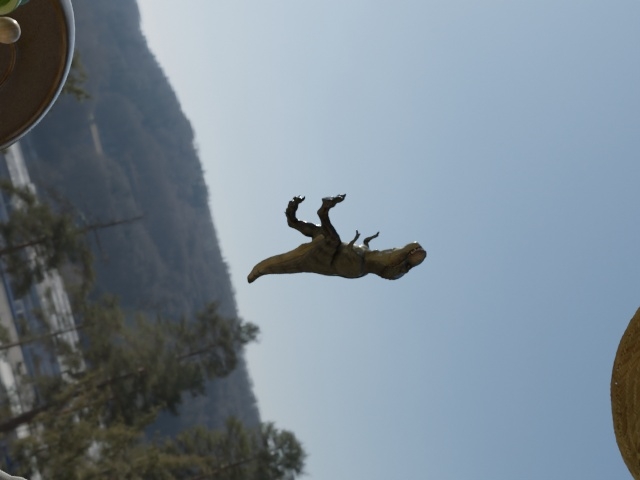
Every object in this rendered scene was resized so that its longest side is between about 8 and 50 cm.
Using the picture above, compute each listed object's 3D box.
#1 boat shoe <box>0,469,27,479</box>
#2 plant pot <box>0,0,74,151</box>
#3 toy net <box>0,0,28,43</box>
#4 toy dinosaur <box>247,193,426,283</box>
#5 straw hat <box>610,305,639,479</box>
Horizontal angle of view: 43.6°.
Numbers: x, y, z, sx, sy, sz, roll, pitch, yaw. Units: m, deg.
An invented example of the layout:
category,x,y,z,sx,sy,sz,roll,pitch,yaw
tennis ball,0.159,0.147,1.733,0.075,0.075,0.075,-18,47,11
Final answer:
category,x,y,z,sx,sy,sz,roll,pitch,yaw
boat shoe,-0.365,0.231,0.725,0.095,0.335,0.112,-56,164,-44
plant pot,-0.313,-0.166,0.717,0.032,0.236,0.236,32,-35,27
toy net,-0.246,-0.164,0.507,0.122,0.045,0.232,49,-39,-13
toy dinosaur,0.000,0.000,1.051,0.064,0.268,0.118,-30,113,-58
straw hat,0.218,0.073,0.398,0.144,0.061,0.144,-165,-90,-69
